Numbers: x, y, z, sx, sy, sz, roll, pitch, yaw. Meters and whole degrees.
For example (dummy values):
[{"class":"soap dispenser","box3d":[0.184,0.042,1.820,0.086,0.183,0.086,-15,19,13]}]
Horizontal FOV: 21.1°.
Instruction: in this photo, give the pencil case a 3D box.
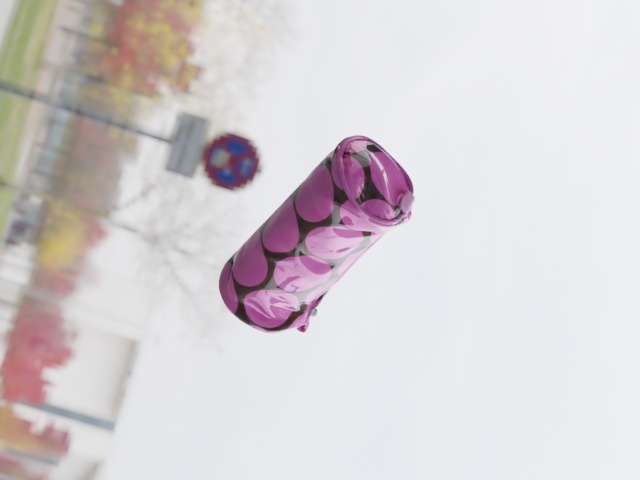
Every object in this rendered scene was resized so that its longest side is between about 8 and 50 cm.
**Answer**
[{"class":"pencil case","box3d":[0.000,0.000,1.525,0.209,0.098,0.095,-46,-176,43]}]
